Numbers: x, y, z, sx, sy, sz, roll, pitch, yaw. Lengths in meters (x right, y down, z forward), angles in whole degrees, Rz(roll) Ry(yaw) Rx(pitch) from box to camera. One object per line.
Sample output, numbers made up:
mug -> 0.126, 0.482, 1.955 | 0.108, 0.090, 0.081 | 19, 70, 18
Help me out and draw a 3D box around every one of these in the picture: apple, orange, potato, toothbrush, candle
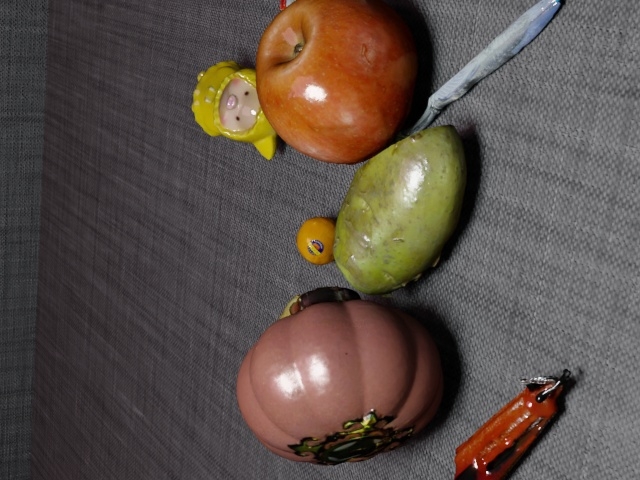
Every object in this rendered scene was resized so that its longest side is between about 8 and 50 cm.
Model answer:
apple -> 0.020, -0.246, 1.536 | 0.251, 0.206, 0.271 | -39, 41, 44
orange -> 0.000, 0.000, 1.725 | 0.083, 0.084, 0.083 | 9, 100, 56
potato -> 0.118, -0.047, 1.498 | 0.176, 0.141, 0.298 | 51, 127, 25
toothbrush -> 0.194, -0.216, 1.453 | 0.413, 0.042, 0.035 | -40, 60, 49
candle -> 0.252, 0.263, 1.394 | 0.084, 0.059, 0.301 | 54, 138, 22

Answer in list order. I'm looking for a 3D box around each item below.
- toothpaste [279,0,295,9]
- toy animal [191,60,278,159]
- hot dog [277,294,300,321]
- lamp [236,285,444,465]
toothpaste -> -0.024, -0.410, 1.771 | 0.190, 0.031, 0.048 | 26, 118, 56
toy animal -> -0.148, -0.246, 1.888 | 0.230, 0.156, 0.156 | 26, 115, 42
hot dog -> -0.041, 0.166, 1.806 | 0.073, 0.084, 0.242 | 63, 141, 37
lamp -> 0.027, 0.192, 1.518 | 0.305, 0.305, 0.239 | -51, 41, 46
